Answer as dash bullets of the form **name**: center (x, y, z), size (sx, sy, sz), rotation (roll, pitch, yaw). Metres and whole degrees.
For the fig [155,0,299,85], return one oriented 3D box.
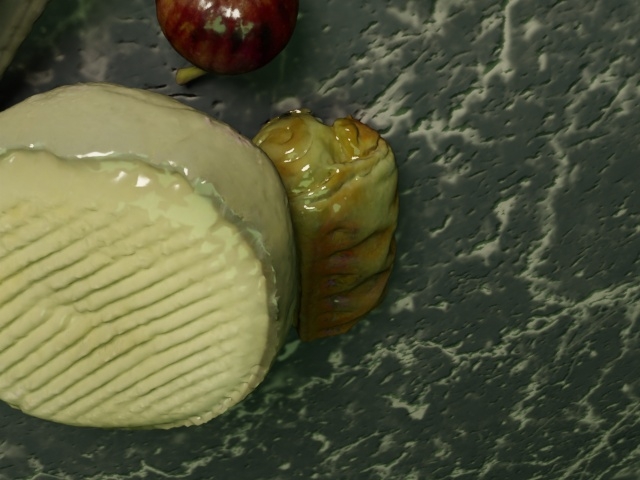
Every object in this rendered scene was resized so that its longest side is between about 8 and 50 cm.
- **fig**: center (-0.063, -0.135, 0.609), size (0.089, 0.089, 0.125), rotation (-4, 160, -15)

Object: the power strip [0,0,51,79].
- **power strip**: center (-0.272, -0.145, 0.485), size (0.257, 0.092, 0.251), rotation (18, 133, -31)

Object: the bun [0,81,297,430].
- **bun**: center (-0.148, 0.010, 0.671), size (0.287, 0.146, 0.287), rotation (2, 128, 2)

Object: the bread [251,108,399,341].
- **bread**: center (0.000, 0.000, 0.760), size (0.128, 0.088, 0.232), rotation (-6, 141, -2)
